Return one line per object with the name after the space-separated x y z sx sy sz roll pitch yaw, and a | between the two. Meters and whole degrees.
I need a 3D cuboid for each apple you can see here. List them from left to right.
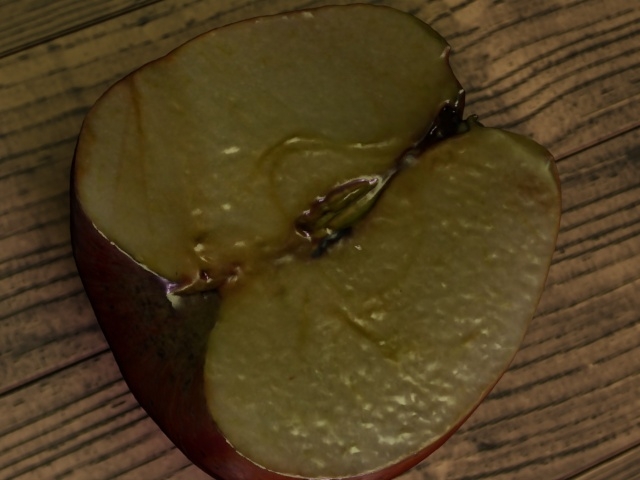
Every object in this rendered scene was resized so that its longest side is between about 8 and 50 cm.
0.000 0.000 1.462 0.365 0.295 0.329 -37 121 -23 | apple
